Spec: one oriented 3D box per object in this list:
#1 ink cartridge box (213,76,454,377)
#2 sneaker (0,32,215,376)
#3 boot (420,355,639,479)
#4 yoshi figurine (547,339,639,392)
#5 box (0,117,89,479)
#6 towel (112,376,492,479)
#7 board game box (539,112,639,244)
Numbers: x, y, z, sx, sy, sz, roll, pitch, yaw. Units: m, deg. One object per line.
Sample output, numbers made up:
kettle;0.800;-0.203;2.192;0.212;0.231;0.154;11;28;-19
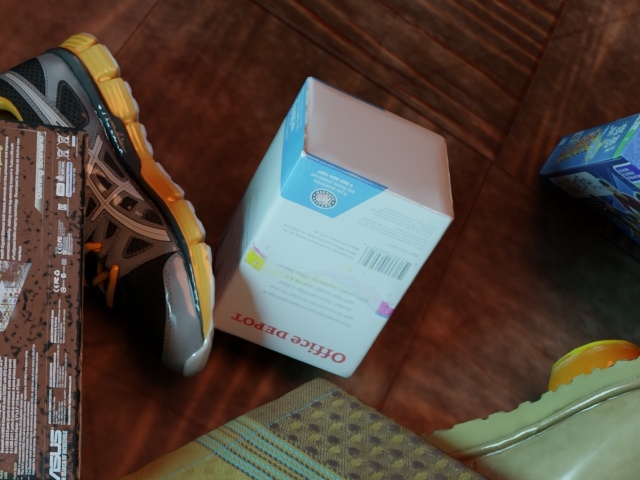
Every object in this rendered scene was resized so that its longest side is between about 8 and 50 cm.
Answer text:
ink cartridge box;0.000;0.000;0.851;0.092;0.143;0.090;23;32;-14
sneaker;-0.123;-0.014;0.830;0.083;0.084;0.215;-20;66;-24
boot;0.142;0.209;0.745;0.089;0.236;0.269;42;32;-48
yoshi figurine;0.237;0.206;0.814;0.203;0.203;0.362;-5;62;-14
box;-0.193;0.033;0.714;0.147;0.077;0.180;6;73;-25
towel;-0.045;0.191;0.647;0.370;0.040;0.271;-23;37;-37
board game box;0.227;-0.024;0.967;0.136;0.201;0.035;35;87;-5
